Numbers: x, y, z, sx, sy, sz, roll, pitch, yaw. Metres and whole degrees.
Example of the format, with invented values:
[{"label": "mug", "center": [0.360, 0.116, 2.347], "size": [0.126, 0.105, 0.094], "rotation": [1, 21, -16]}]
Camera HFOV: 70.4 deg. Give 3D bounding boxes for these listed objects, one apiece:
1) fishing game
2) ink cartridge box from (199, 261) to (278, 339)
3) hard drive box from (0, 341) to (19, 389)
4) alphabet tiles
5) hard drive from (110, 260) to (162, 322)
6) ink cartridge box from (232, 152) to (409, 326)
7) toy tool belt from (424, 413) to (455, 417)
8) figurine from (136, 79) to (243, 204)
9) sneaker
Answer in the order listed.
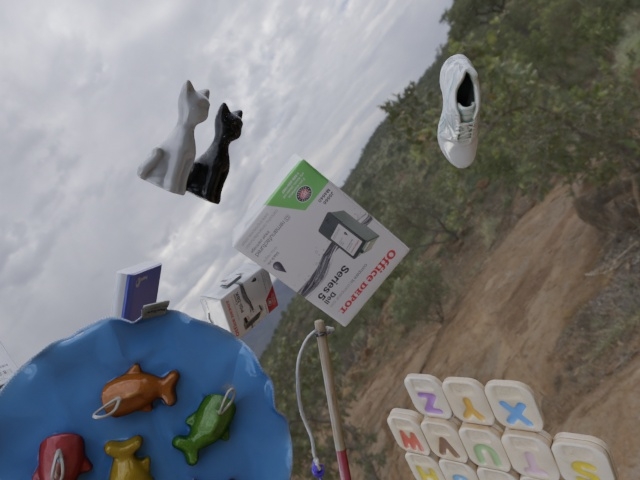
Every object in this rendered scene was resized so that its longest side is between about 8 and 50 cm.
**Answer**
[{"label": "fishing game", "center": [-0.101, 0.133, 0.267], "size": [0.263, 0.189, 0.041], "rotation": [-7, -7, -21]}, {"label": "ink cartridge box", "center": [-0.151, 0.117, 0.868], "size": [0.056, 0.099, 0.135], "rotation": [4, 28, 35]}, {"label": "hard drive box", "center": [-0.699, 0.233, 0.833], "size": [0.181, 0.232, 0.089], "rotation": [-14, -42, -55]}, {"label": "alphabet tiles", "center": [0.226, 0.291, 0.589], "size": [0.284, 0.278, 0.021], "rotation": [-11, 22, 42]}, {"label": "hard drive", "center": [-0.446, 0.219, 1.073], "size": [0.210, 0.040, 0.319], "rotation": [-115, 35, -86]}, {"label": "ink cartridge box", "center": [0.000, 0.000, 0.862], "size": [0.198, 0.272, 0.115], "rotation": [-51, 18, 5]}, {"label": "toy tool belt", "center": [0.210, 0.298, 0.794], "size": [0.052, 0.083, 0.051], "rotation": [-8, -54, -32]}, {"label": "figurine", "center": [-0.244, -0.195, 0.911], "size": [0.210, 0.092, 0.215], "rotation": [-66, -17, 5]}, {"label": "sneaker", "center": [0.186, -0.163, 0.605], "size": [0.053, 0.152, 0.061], "rotation": [-10, 30, 6]}]
